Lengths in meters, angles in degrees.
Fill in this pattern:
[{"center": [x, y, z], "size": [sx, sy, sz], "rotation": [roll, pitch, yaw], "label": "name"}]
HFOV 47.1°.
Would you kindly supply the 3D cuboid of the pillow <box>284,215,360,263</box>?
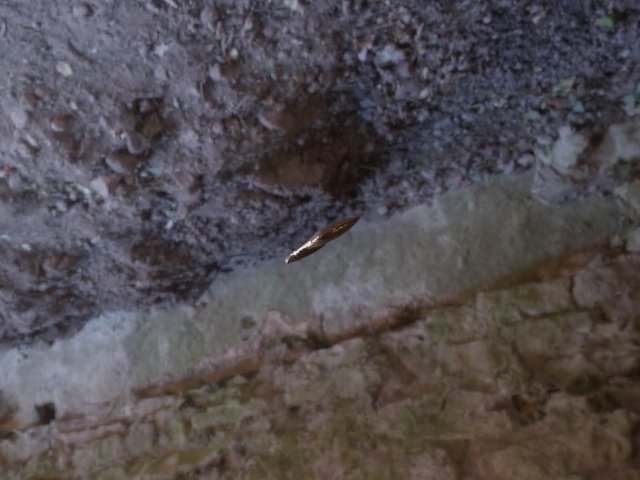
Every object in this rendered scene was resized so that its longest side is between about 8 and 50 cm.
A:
[{"center": [0.002, -0.001, 1.716], "size": [0.135, 0.034, 0.211], "rotation": [-30, 177, -33], "label": "pillow"}]
